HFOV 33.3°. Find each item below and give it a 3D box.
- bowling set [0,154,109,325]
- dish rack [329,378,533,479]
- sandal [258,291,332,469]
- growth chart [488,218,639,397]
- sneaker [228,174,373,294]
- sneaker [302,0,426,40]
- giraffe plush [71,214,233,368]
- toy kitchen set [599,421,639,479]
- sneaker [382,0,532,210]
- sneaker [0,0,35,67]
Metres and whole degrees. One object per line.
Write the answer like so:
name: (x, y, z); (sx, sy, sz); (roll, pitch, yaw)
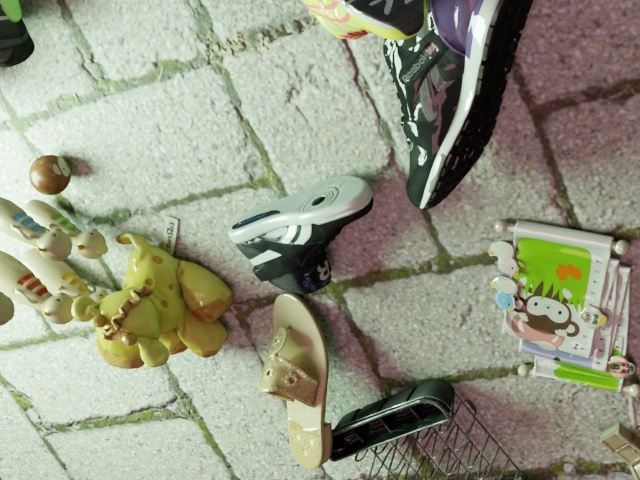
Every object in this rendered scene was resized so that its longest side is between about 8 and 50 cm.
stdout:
bowling set: (-0.352, 0.004, 1.380); (0.154, 0.287, 0.200); (30, 103, 13)
dish rack: (0.159, 0.312, 1.434); (0.208, 0.074, 0.271); (-28, 109, 38)
sandal: (-0.041, 0.193, 1.386); (0.088, 0.079, 0.240); (2, 106, 41)
growth chart: (0.283, 0.079, 1.243); (0.172, 0.021, 0.237); (3, 124, 24)
sneaker: (0.000, 0.000, 1.288); (0.217, 0.079, 0.121); (-14, 120, 41)
sneaker: (0.041, -0.236, 1.058); (0.208, 0.081, 0.094); (45, 160, 46)
giraffe plush: (-0.227, 0.099, 1.396); (0.181, 0.170, 0.210); (6, 126, 21)
toy kitchen set: (0.390, 0.267, 1.291); (0.083, 0.075, 0.068); (38, 130, -10)
sneaker: (0.121, -0.169, 1.106); (0.124, 0.107, 0.283); (31, 129, 21)
sneaker: (-0.545, -0.201, 1.322); (0.482, 0.185, 0.202); (-18, 110, 35)
